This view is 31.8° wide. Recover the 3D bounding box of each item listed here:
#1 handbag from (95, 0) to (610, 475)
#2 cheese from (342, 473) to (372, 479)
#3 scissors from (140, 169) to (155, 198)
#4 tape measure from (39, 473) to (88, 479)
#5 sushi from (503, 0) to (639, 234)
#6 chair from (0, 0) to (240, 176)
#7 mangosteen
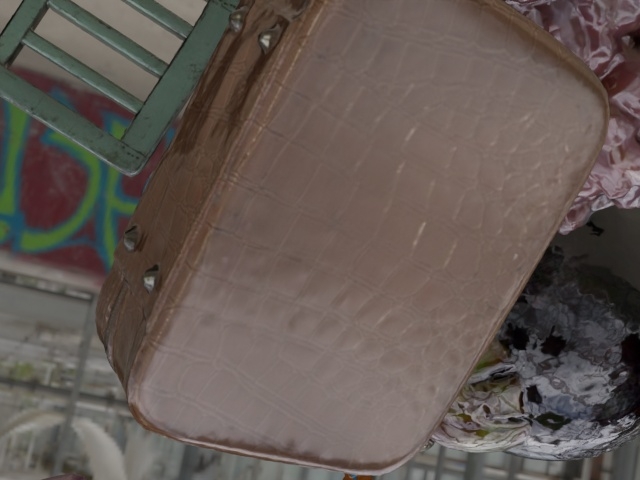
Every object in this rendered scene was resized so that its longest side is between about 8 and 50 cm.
[{"bbox_3d":[0.015,-0.010,0.425,0.151,0.193,0.072,20,-168,-27],"label":"handbag"},{"bbox_3d":[0.024,0.236,1.295,0.047,0.111,0.017,-23,173,-13],"label":"cheese"},{"bbox_3d":[0.000,0.000,0.805,0.256,0.125,0.030,-1,-163,1],"label":"scissors"},{"bbox_3d":[-0.095,0.153,0.422,0.074,0.125,0.118,-20,-167,-7],"label":"tape measure"},{"bbox_3d":[0.145,-0.132,0.608,0.171,0.236,0.270,42,-158,-18],"label":"sushi"},{"bbox_3d":[-0.186,-0.165,0.594,0.270,0.136,0.147,33,174,2],"label":"chair"},{"bbox_3d":[0.186,0.077,1.208,0.435,0.382,0.382,-32,166,1],"label":"mangosteen"}]
